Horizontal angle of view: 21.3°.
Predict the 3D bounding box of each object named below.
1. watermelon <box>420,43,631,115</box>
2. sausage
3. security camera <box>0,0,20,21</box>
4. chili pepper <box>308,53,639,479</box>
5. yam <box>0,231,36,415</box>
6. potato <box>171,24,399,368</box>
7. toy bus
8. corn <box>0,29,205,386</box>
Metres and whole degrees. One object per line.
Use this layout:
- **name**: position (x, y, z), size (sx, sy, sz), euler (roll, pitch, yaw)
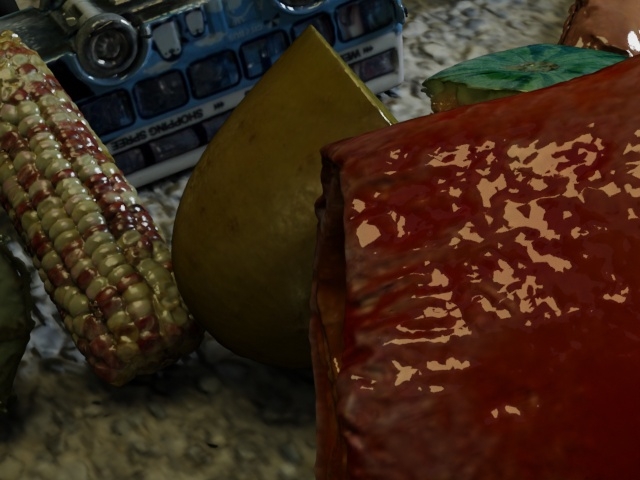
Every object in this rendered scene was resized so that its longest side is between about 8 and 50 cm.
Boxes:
- **watermelon**: position (0.181, -0.048, 0.916), size (0.128, 0.231, 0.146), euler (-29, 21, 39)
- **sausage**: position (0.229, -0.182, 1.182), size (0.078, 0.078, 0.304), euler (8, 41, 26)
- **security camera**: position (-0.330, -0.168, 1.232), size (0.191, 0.197, 0.277), euler (-29, 31, -9)
- **chili pepper**: position (0.126, 0.047, 0.728), size (0.305, 0.251, 0.229), euler (-12, 8, 5)
- **yam**: position (-0.290, -0.009, 0.985), size (0.195, 0.195, 0.300), euler (-21, 36, -14)
- **potato**: position (0.000, 0.000, 0.917), size (0.158, 0.203, 0.178), euler (-40, 74, 10)
- **toy bus**: position (-0.090, -0.125, 1.141), size (0.297, 0.131, 0.106), euler (-22, 34, -15)
- **corn**: position (-0.147, -0.023, 0.982), size (0.079, 0.079, 0.237), euler (-27, 71, -21)
